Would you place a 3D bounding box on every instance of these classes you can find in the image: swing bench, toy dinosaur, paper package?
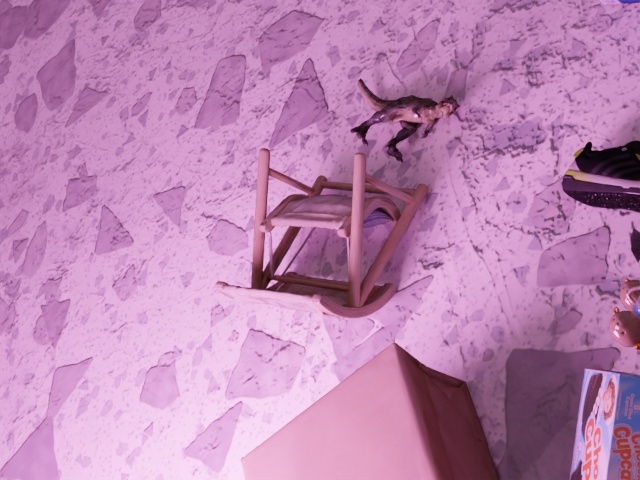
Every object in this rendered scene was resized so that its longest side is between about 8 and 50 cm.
[{"bbox_3d":[0.000,0.000,2.471,0.253,0.165,0.254,7,78,47],"label":"swing bench"},{"bbox_3d":[0.121,-0.198,2.542,0.268,0.064,0.118,18,66,50],"label":"toy dinosaur"},{"bbox_3d":[0.071,0.360,2.165,0.325,0.168,0.309,-39,44,24],"label":"paper package"}]

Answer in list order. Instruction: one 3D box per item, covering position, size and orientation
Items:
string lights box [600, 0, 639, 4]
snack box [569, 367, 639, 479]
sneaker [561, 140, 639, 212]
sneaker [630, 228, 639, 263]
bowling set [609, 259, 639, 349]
[{"bbox_3d":[0.515,-0.418,2.251,0.260,0.077,0.133,6,70,48],"label":"string lights box"},{"bbox_3d":[0.339,0.316,1.858,0.187,0.060,0.322,135,143,-85],"label":"snack box"},{"bbox_3d":[0.426,-0.096,2.140,0.235,0.084,0.097,13,75,49],"label":"sneaker"},{"bbox_3d":[0.476,0.027,2.037,0.170,0.051,0.089,-4,69,49],"label":"sneaker"},{"bbox_3d":[0.418,0.116,1.894,0.154,0.200,0.287,-51,48,26],"label":"bowling set"}]
